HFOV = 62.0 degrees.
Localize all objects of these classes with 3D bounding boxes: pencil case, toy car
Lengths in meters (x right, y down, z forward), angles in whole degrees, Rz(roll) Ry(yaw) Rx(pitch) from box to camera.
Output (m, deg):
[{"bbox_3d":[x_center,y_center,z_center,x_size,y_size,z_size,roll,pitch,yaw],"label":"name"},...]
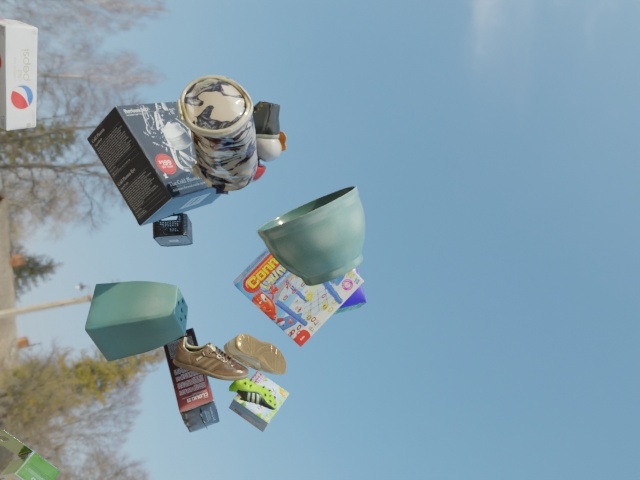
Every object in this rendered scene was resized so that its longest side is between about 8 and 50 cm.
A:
[{"bbox_3d":[-0.254,-0.253,1.345,0.410,0.184,0.159,110,-44,-74],"label":"pencil case"},{"bbox_3d":[-0.244,-0.366,2.073,0.238,0.219,0.210,-33,-84,14],"label":"toy car"}]

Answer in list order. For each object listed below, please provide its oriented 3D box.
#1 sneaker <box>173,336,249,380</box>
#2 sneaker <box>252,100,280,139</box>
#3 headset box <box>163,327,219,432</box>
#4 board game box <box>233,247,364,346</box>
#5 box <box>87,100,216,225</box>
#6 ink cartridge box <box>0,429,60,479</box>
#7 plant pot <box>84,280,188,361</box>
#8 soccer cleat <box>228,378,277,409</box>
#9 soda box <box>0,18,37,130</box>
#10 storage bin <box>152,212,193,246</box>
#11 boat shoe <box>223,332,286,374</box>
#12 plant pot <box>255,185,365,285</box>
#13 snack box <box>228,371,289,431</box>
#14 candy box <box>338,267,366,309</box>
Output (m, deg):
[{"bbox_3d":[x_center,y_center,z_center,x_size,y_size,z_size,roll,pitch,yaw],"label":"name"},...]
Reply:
[{"bbox_3d":[-0.263,0.289,1.297,0.066,0.189,0.071,-104,-152,-84],"label":"sneaker"},{"bbox_3d":[-0.240,-0.395,1.721,0.083,0.222,0.118,-131,-136,-62],"label":"sneaker"},{"bbox_3d":[-0.416,0.468,1.729,0.218,0.110,0.293,95,-26,-54],"label":"headset box"},{"bbox_3d":[-0.071,0.134,1.748,0.302,0.308,0.086,45,-4,-13],"label":"board game box"},{"bbox_3d":[-0.476,-0.254,1.667,0.179,0.343,0.312,-33,-91,32],"label":"box"},{"bbox_3d":[-1.105,0.811,1.930,0.189,0.097,0.255,-27,-66,40],"label":"ink cartridge box"},{"bbox_3d":[-0.511,0.219,1.526,0.165,0.235,0.165,-98,180,-45],"label":"plant pot"},{"bbox_3d":[-0.211,0.489,1.686,0.072,0.179,0.060,-38,-152,19],"label":"soccer cleat"},{"bbox_3d":[-0.650,-0.346,1.120,0.069,0.074,0.216,24,-64,19],"label":"soda box"},{"bbox_3d":[-0.540,-0.036,1.952,0.180,0.122,0.084,119,-34,-77],"label":"storage bin"},{"bbox_3d":[-0.143,0.255,1.177,0.059,0.170,0.063,-23,-136,29],"label":"boat shoe"},{"bbox_3d":[0.000,0.000,1.431,0.293,0.293,0.196,-11,-74,53],"label":"plant pot"},{"bbox_3d":[-0.252,0.668,2.221,0.175,0.207,0.070,33,-60,9],"label":"snack box"},{"bbox_3d":[-0.022,0.148,1.960,0.122,0.318,0.268,127,-50,-69],"label":"candy box"}]
